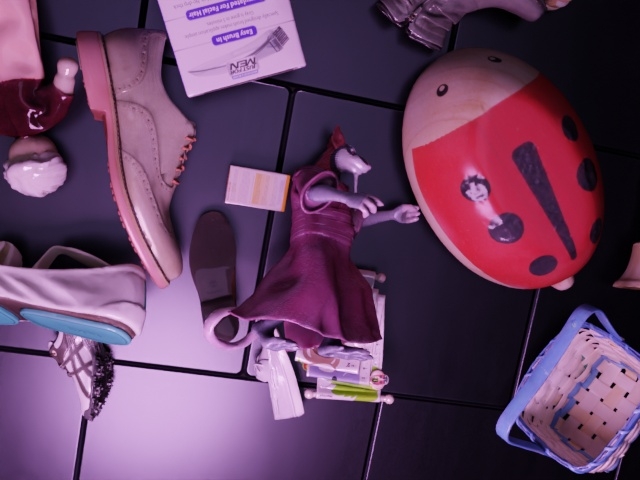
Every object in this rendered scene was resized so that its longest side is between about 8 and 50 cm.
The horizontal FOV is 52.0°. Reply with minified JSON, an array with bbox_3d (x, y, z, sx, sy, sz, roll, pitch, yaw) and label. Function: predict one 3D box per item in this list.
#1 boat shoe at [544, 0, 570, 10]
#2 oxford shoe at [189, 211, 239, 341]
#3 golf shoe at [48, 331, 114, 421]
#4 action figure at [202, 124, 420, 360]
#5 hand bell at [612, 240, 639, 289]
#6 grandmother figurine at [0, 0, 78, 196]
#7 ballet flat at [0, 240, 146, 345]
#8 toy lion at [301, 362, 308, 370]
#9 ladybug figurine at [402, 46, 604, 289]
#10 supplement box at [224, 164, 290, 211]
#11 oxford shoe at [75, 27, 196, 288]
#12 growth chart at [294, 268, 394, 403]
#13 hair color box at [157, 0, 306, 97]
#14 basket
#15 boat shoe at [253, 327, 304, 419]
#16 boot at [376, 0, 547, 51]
[{"bbox_3d":[0.340,-0.453,1.063,0.190,0.072,0.068,33,93,-12],"label":"boat shoe"},{"bbox_3d":[-0.172,0.060,1.069,0.076,0.076,0.212,-4,83,-7],"label":"oxford shoe"},{"bbox_3d":[-0.386,0.190,1.055,0.094,0.077,0.198,1,92,2],"label":"golf shoe"},{"bbox_3d":[0.000,0.000,1.038,0.276,0.248,0.370,-6,70,23],"label":"action figure"},{"bbox_3d":[0.596,-0.032,1.168,0.126,0.126,0.241,6,86,-10],"label":"hand bell"},{"bbox_3d":[-0.440,-0.232,0.963,0.208,0.104,0.342,2,105,27],"label":"grandmother figurine"},{"bbox_3d":[-0.445,0.066,0.987,0.401,0.139,0.139,7,98,7],"label":"ballet flat"},{"bbox_3d":[0.008,0.182,1.134,0.100,0.034,0.096,-20,108,-6],"label":"toy lion"},{"bbox_3d":[0.316,-0.105,1.069,0.305,0.162,0.449,-35,103,-3],"label":"ladybug figurine"},{"bbox_3d":[-0.103,-0.085,1.068,0.099,0.036,0.062,9,97,-11],"label":"supplement box"},{"bbox_3d":[-0.250,-0.124,0.991,0.147,0.140,0.396,-15,104,-15],"label":"oxford shoe"},{"bbox_3d":[0.034,0.155,1.096,0.172,0.021,0.237,-1,85,-4],"label":"growth chart"},{"bbox_3d":[-0.156,-0.399,0.956,0.185,0.110,0.338,-17,107,-7],"label":"hair color box"},{"bbox_3d":[0.432,0.261,1.108,0.254,0.201,0.289,-53,134,1],"label":"basket"},{"bbox_3d":[-0.079,0.220,1.112,0.063,0.066,0.184,-17,111,-7],"label":"boat shoe"},{"bbox_3d":[0.225,-0.375,1.064,0.247,0.083,0.161,28,101,-7],"label":"boot"}]
